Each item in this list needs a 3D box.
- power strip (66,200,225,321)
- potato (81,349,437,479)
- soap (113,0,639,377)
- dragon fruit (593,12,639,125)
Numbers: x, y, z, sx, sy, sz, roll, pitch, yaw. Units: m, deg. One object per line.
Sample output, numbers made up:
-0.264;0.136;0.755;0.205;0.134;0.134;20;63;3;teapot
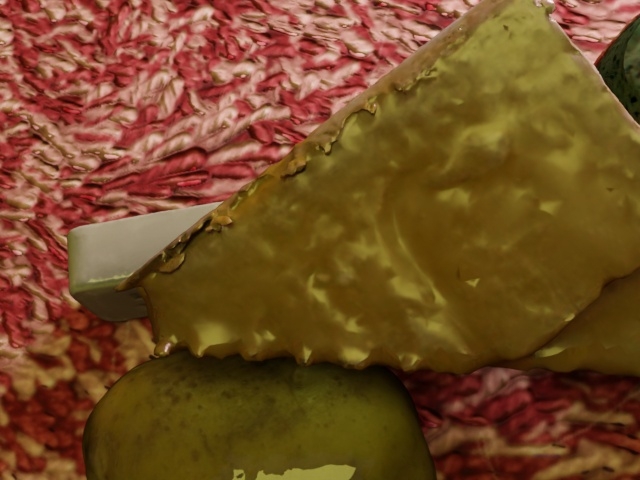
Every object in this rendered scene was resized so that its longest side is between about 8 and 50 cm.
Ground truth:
0.000;0.000;0.740;0.385;0.091;0.062;-9;69;7;power strip
-0.044;0.154;0.654;0.228;0.148;0.197;-16;53;-4;potato
0.078;0.059;0.614;0.338;0.169;0.304;-37;89;12;soap
0.305;-0.074;0.698;0.268;0.130;0.295;-18;67;8;dragon fruit
